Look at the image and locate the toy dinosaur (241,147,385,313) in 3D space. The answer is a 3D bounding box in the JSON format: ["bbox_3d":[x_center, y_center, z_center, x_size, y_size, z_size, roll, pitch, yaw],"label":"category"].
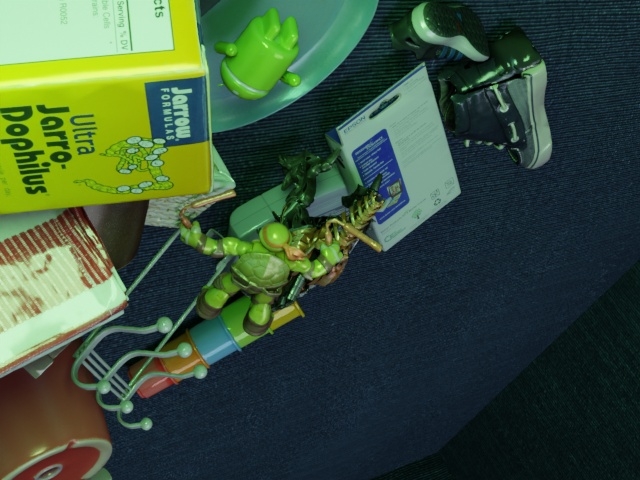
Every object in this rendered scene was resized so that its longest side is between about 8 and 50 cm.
[{"bbox_3d":[0.000,0.000,1.730,0.322,0.218,0.164,-8,140,41],"label":"toy dinosaur"}]

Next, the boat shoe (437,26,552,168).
[{"bbox_3d":[0.270,-0.197,1.945,0.158,0.127,0.340,-26,150,-1],"label":"boat shoe"}]

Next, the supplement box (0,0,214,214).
[{"bbox_3d":[-0.277,-0.150,1.035,0.356,0.194,0.195,-6,153,-6],"label":"supplement box"}]

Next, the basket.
[{"bbox_3d":[-0.208,-0.086,1.521,0.103,0.113,0.167,-41,156,24],"label":"basket"}]

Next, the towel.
[{"bbox_3d":[-0.356,-0.027,1.161,0.237,0.329,0.037,-28,179,-22],"label":"towel"}]

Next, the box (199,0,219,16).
[{"bbox_3d":[-0.104,-0.331,1.158,0.207,0.108,0.153,-38,157,11],"label":"box"}]

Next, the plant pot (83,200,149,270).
[{"bbox_3d":[-0.260,-0.118,1.306,0.215,0.215,0.230,-7,132,-47],"label":"plant pot"}]

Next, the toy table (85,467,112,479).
[{"bbox_3d":[-0.489,0.375,2.032,0.252,0.161,0.274,-18,153,-32],"label":"toy table"}]

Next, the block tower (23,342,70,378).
[{"bbox_3d":[-0.332,0.065,1.441,0.091,0.097,0.335,-44,-168,-1],"label":"block tower"}]

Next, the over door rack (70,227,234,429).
[{"bbox_3d":[-0.207,0.097,1.709,0.324,0.108,0.239,-64,165,-17],"label":"over door rack"}]

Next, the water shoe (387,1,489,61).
[{"bbox_3d":[0.163,-0.284,1.691,0.080,0.073,0.203,-17,167,31],"label":"water shoe"}]

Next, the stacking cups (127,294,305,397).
[{"bbox_3d":[-0.186,0.165,2.110,0.316,0.096,0.096,-29,158,-3],"label":"stacking cups"}]

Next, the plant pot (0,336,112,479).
[{"bbox_3d":[-0.428,0.231,1.707,0.275,0.243,0.275,-28,156,-13],"label":"plant pot"}]

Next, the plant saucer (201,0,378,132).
[{"bbox_3d":[-0.074,-0.248,1.458,0.317,0.044,0.317,-28,158,-13],"label":"plant saucer"}]

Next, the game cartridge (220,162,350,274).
[{"bbox_3d":[-0.020,-0.039,1.949,0.294,0.060,0.196,-23,159,-23],"label":"game cartridge"}]

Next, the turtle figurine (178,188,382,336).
[{"bbox_3d":[-0.070,0.042,1.597,0.269,0.087,0.217,9,141,-18],"label":"turtle figurine"}]

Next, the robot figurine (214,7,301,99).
[{"bbox_3d":[-0.070,-0.209,1.399,0.101,0.067,0.115,21,129,-30],"label":"robot figurine"}]

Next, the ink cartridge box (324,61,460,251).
[{"bbox_3d":[0.108,-0.132,1.838,0.165,0.065,0.333,-36,146,-9],"label":"ink cartridge box"}]
